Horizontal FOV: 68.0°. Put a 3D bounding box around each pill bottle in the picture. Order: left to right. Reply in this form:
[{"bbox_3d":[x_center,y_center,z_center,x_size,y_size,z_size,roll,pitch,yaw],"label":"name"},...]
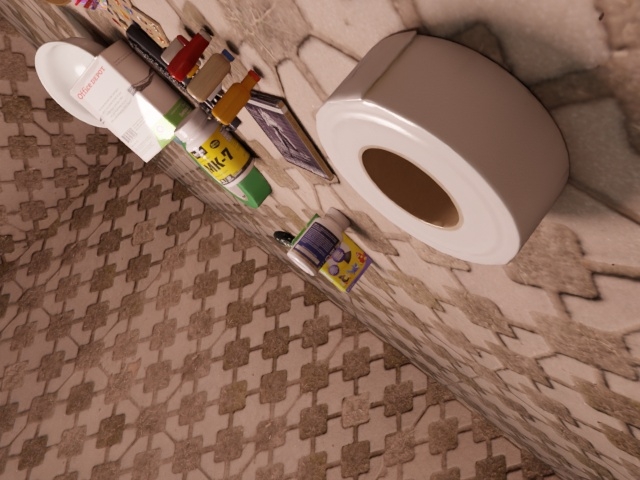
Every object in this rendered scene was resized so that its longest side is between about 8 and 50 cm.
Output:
[{"bbox_3d":[-0.291,-0.256,1.304,0.208,0.119,0.119,44,169,-29],"label":"pill bottle"},{"bbox_3d":[0.000,0.000,1.236,0.094,0.169,0.094,38,171,7],"label":"pill bottle"}]

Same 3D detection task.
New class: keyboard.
[{"bbox_3d":[-0.316,-0.372,1.110,0.317,0.033,0.201,40,171,-20],"label":"keyboard"}]

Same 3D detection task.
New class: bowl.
[{"bbox_3d":[-0.704,-0.511,1.474,0.297,0.134,0.298,12,143,9],"label":"bowl"}]

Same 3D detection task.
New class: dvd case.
[{"bbox_3d":[-0.074,-0.220,0.983,0.164,0.018,0.221,31,168,43],"label":"dvd case"}]

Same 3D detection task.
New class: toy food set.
[{"bbox_3d":[-0.210,-0.326,0.879,0.111,0.104,0.232,31,-162,-48],"label":"toy food set"}]

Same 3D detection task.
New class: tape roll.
[{"bbox_3d":[-0.308,-0.238,1.566,0.321,0.077,0.321,39,170,8],"label":"tape roll"},{"bbox_3d":[0.132,-0.096,0.564,0.286,0.100,0.286,38,170,8],"label":"tape roll"}]

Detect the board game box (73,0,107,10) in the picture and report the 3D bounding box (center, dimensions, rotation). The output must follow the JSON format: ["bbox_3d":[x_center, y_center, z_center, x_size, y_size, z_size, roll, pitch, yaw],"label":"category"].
[{"bbox_3d":[-0.551,-0.554,1.029,0.168,0.033,0.133,22,163,18],"label":"board game box"}]

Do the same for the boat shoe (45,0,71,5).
[{"bbox_3d":[-0.674,-0.655,1.036,0.302,0.109,0.098,35,-146,-55],"label":"boat shoe"}]

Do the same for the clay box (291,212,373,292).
[{"bbox_3d":[0.034,0.036,1.389,0.222,0.127,0.053,42,169,-20],"label":"clay box"}]

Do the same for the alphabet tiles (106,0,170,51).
[{"bbox_3d":[-0.419,-0.493,1.050,0.237,0.009,0.198,37,169,12],"label":"alphabet tiles"}]

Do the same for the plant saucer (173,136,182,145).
[{"bbox_3d":[-0.598,-0.467,1.697,0.317,0.044,0.317,37,170,8],"label":"plant saucer"}]

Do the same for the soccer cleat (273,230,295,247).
[{"bbox_3d":[-0.122,0.004,2.025,0.178,0.060,0.072,31,159,8],"label":"soccer cleat"}]

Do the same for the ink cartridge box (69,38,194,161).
[{"bbox_3d":[-0.526,-0.387,1.340,0.198,0.115,0.273,-25,121,37],"label":"ink cartridge box"}]
